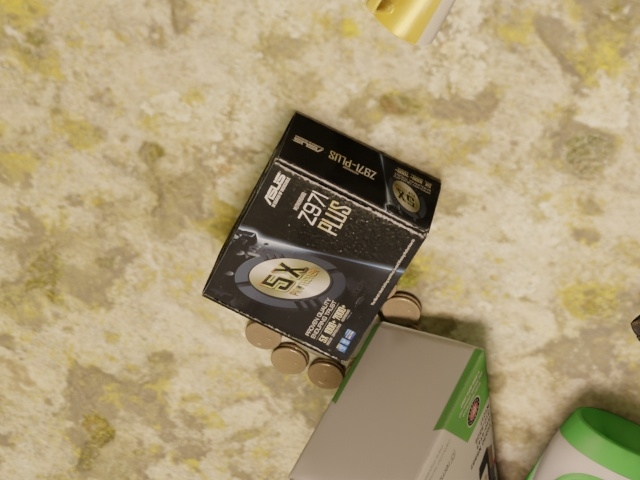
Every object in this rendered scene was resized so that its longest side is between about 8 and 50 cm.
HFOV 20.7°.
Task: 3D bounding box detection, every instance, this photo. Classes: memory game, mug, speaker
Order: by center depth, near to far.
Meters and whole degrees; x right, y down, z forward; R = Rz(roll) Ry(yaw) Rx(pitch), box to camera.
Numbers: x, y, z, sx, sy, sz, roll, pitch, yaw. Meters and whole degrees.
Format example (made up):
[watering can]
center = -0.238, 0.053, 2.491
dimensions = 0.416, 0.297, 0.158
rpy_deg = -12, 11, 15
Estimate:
[mug]
center = 0.078, -0.193, 1.370
dimensions = 0.062, 0.078, 0.064
rpy_deg = 36, 123, -5
[speaker]
center = 0.228, 0.312, 1.663
dimensions = 0.131, 0.131, 0.296
rpy_deg = 23, 103, -4
[memory game]
center = 0.010, 0.077, 1.674
dimensions = 0.186, 0.012, 0.186
rpy_deg = 9, 133, 9

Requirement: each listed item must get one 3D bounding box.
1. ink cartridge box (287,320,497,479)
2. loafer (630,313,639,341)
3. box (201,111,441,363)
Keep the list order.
[ink cartridge box]
center = 0.079, 0.249, 1.656
dimensions = 0.117, 0.201, 0.278
rpy_deg = 13, 139, 23
[loafer]
center = 0.320, 0.026, 1.512
dimensions = 0.061, 0.062, 0.170
rpy_deg = 46, 128, 4
[box]
center = 0.000, 0.000, 1.551
dimensions = 0.147, 0.077, 0.180
rpy_deg = 27, 128, -6
